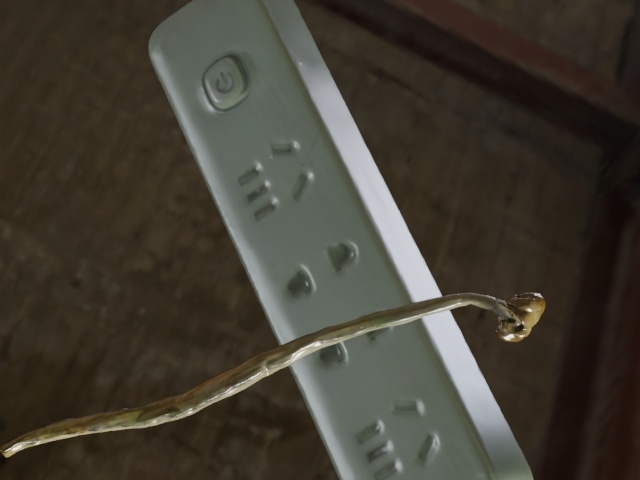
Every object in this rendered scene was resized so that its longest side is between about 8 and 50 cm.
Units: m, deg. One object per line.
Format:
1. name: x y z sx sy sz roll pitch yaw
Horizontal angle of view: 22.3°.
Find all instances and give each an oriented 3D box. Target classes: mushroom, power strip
1. mushroom: -0.026 0.065 0.821 0.286 0.026 0.028 -13 -113 1
2. power strip: 0.000 0.000 0.960 0.062 0.091 0.385 11 -130 -62
